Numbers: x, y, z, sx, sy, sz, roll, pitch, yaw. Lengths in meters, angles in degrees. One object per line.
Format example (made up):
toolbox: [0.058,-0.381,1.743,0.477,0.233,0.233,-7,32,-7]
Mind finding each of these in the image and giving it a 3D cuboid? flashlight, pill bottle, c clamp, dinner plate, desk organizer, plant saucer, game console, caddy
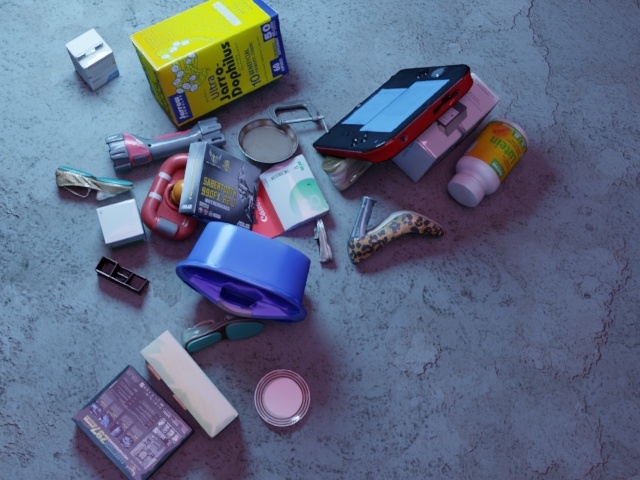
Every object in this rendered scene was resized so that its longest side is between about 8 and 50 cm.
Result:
flashlight: [-0.421,-0.269,1.840,0.304,0.103,0.103,-18,102,-16]
pill bottle: [0.468,-0.216,1.914,0.136,0.136,0.245,38,73,5]
c clamp: [-0.067,-0.354,1.923,0.161,0.022,0.137,-6,54,-11]
dinner plate: [-0.097,0.399,1.719,0.141,0.017,0.141,2,74,-6]
desk organizer: [-0.509,0.090,1.739,0.130,0.050,0.047,26,72,1]
plant saucer: [-0.147,-0.272,1.887,0.168,0.029,0.168,4,55,-6]
game console: [0.193,-0.354,1.839,0.386,0.342,0.060,-41,121,-17]
caddy: [-0.185,0.101,1.682,0.341,0.241,0.179,20,66,-1]

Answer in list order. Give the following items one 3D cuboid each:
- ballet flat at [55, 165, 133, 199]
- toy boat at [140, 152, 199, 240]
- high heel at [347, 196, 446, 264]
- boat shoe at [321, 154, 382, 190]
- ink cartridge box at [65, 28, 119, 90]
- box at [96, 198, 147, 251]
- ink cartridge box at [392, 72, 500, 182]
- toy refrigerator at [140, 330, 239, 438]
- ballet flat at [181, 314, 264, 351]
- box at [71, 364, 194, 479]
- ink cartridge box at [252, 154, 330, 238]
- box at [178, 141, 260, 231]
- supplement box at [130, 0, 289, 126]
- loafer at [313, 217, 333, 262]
ballet flat: [-0.601,-0.144,1.799,0.206,0.073,0.067,14,99,-1]
toy boat: [-0.360,-0.120,1.757,0.151,0.151,0.231,26,71,-19]
high heel: [0.205,0.004,1.857,0.261,0.093,0.186,17,90,-11]
boat shoe: [0.137,-0.260,1.912,0.302,0.109,0.098,-43,121,-18]
ink cartridge box: [-0.623,-0.498,1.851,0.092,0.143,0.090,-39,82,-16]
box: [-0.513,-0.039,1.758,0.101,0.087,0.102,-16,76,-12]
ink cartridge box: [0.342,-0.309,1.893,0.273,0.198,0.115,-42,84,-16]
toy refrigerator: [-0.321,0.356,1.658,0.094,0.102,0.269,-39,83,-16]
ballet flat: [-0.251,0.223,1.728,0.213,0.072,0.068,-15,46,-14]
box: [-0.450,0.446,1.636,0.233,0.059,0.183,43,73,5]
ink cartridge box: [-0.112,-0.114,1.853,0.225,0.056,0.181,-23,77,-15]
box: [-0.253,-0.130,1.745,0.056,0.231,0.183,2,78,33]
supplement box: [-0.294,-0.503,1.839,0.356,0.194,0.195,-30,52,-14]
loafer: [0.000,0.000,1.839,0.039,0.045,0.125,-15,79,-5]
